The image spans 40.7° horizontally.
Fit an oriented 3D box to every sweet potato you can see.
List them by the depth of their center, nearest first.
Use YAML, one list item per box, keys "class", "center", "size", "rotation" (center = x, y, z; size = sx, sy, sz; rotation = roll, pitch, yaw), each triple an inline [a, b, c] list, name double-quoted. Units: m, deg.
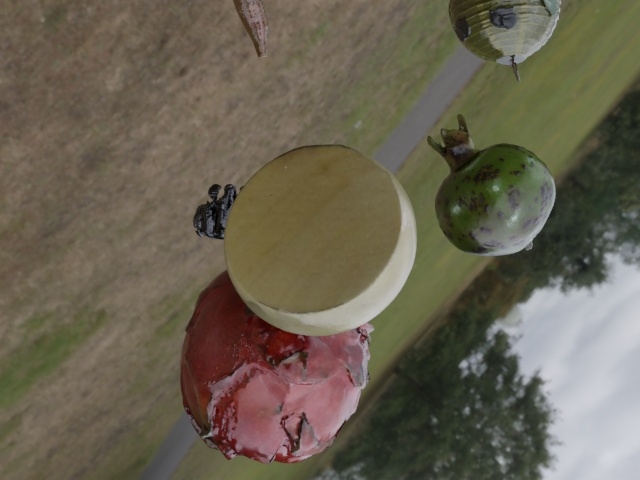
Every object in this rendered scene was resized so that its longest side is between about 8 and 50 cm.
- class: "sweet potato"
  center: [-0.176, -0.572, 1.972]
  size: [0.072, 0.314, 0.066]
  rotation: [-12, -150, 17]

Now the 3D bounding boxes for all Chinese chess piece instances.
- class: "Chinese chess piece"
  center: [0.000, 0.000, 1.108]
  size: [0.251, 0.251, 0.097]
  rotation: [-47, 153, -8]

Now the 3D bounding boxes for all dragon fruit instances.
- class: "dragon fruit"
  center: [-0.063, 0.177, 1.273]
  size: [0.295, 0.295, 0.302]
  rotation: [78, 23, -78]

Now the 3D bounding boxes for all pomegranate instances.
- class: "pomegranate"
  center: [0.282, -0.090, 1.480]
  size: [0.211, 0.263, 0.211]
  rotation: [-38, 178, -1]

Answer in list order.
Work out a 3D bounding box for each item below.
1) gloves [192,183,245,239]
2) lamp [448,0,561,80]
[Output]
- class: "gloves"
  center: [-0.165, -0.050, 1.692]
  size: [0.180, 0.129, 0.106]
  rotation: [3, -98, 61]
- class: "lamp"
  center: [0.407, -0.486, 1.901]
  size: [0.250, 0.285, 0.250]
  rotation: [-7, 175, -1]
